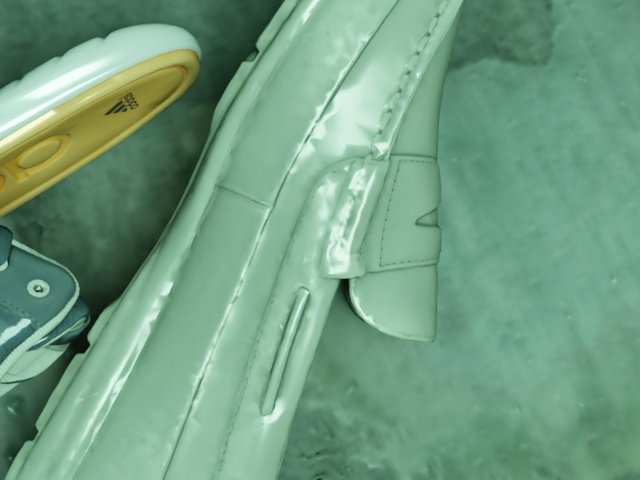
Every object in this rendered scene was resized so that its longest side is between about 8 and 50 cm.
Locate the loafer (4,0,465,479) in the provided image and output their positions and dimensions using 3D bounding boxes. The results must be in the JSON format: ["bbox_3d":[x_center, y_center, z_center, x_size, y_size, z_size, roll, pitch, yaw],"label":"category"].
[{"bbox_3d":[0.000,0.000,0.505,0.111,0.112,0.319,30,94,2],"label":"loafer"}]

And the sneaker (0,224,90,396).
[{"bbox_3d":[-0.137,-0.038,0.442,0.163,0.086,0.226,25,68,-6],"label":"sneaker"}]

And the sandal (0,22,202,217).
[{"bbox_3d":[-0.148,0.011,0.514,0.265,0.102,0.076,-32,79,-2],"label":"sandal"}]
